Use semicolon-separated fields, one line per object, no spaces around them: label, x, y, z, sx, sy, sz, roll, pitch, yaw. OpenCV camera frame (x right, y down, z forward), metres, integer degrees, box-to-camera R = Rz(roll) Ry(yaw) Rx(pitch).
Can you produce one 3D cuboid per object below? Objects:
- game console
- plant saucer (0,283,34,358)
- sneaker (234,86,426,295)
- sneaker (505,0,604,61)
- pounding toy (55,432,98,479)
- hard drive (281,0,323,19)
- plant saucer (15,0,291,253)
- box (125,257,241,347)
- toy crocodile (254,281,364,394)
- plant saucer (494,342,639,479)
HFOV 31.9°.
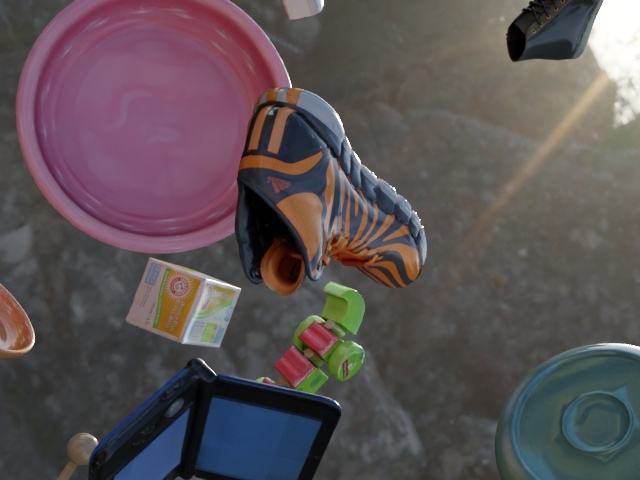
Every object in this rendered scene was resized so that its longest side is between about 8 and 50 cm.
game console;-0.137;0.288;1.363;0.173;0.250;0.293;38;-34;15
plant saucer;-0.486;0.094;1.548;0.200;0.037;0.200;42;9;-9
sneaker;0.000;0.000;1.208;0.321;0.124;0.180;46;50;-40
sneaker;0.357;-0.365;1.690;0.083;0.118;0.222;-126;-149;-45
pounding toy;-0.326;0.426;1.860;0.237;0.183;0.110;30;18;5
hard drive;-0.066;-0.426;1.117;0.353;0.047;0.233;68;13;-55
plant saucer;-0.199;-0.147;1.364;0.332;0.332;0.084;64;-13;-2
box;-0.221;0.105;1.839;0.203;0.103;0.114;28;82;-76
toy crocodile;-0.038;0.224;1.843;0.115;0.340;0.105;35;-5;34
plant saucer;0.402;0.271;1.620;0.318;0.317;0.044;-103;168;-46
